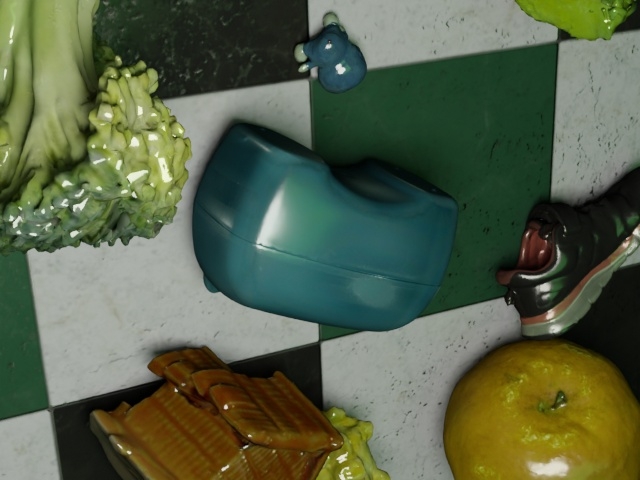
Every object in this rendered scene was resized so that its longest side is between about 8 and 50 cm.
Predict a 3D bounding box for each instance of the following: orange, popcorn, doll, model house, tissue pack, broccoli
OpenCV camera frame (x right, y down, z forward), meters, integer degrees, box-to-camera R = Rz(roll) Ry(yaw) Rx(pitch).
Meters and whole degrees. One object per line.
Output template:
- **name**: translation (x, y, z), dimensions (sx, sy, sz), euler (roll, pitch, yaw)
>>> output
- **orange**: translation (0.302, 0.271, 1.492), dimensions (0.279, 0.279, 0.235), euler (-26, 146, -14)
- **popcorn**: translation (0.008, 0.297, 1.422), dimensions (0.142, 0.173, 0.173), euler (11, 105, -40)
- **doll**: translation (0.014, -0.209, 1.282), dimensions (0.076, 0.050, 0.083), euler (-41, 124, -1)
- **model house**: translation (-0.118, 0.243, 1.324), dimensions (0.229, 0.199, 0.219), euler (-36, 144, -22)
- **tissue pack**: translation (0.000, 0.000, 1.270), dimensions (0.287, 0.198, 0.206), euler (12, 103, -32)
- **broccoli**: translation (-0.276, -0.130, 1.002), dimensions (0.293, 0.348, 0.281), euler (8, 96, -34)

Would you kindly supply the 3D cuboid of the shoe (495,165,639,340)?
- **shoe**: translation (0.342, -0.004, 1.498), dimensions (0.137, 0.114, 0.291), euler (45, 78, -14)

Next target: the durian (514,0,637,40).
- **durian**: translation (0.273, -0.422, 1.247), dimensions (0.256, 0.204, 0.340), euler (-49, 115, -17)
